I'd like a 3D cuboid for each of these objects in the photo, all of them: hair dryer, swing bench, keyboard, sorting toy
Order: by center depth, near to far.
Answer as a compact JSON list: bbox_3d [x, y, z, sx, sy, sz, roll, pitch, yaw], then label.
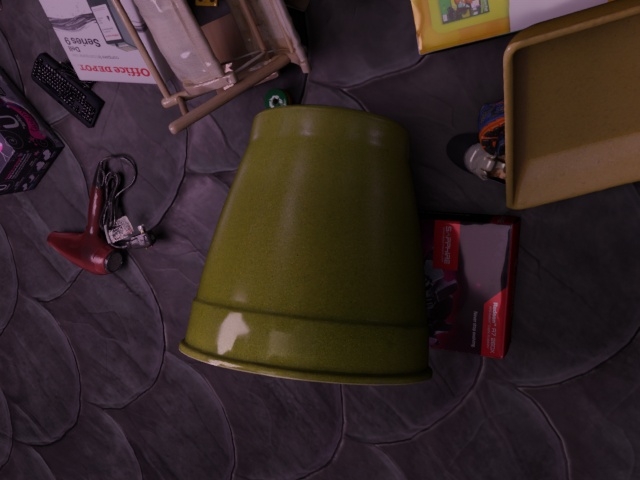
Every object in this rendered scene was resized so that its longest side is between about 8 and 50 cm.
[{"bbox_3d":[-0.182,-0.347,0.926,0.254,0.165,0.253,-27,125,-4],"label":"swing bench"},{"bbox_3d":[-0.144,-0.352,1.090,0.132,0.046,0.275,-14,99,25],"label":"sorting toy"},{"bbox_3d":[-0.546,-0.331,1.269,0.192,0.038,0.100,38,114,8],"label":"keyboard"},{"bbox_3d":[-0.487,-0.036,1.317,0.293,0.080,0.224,-25,77,21],"label":"hair dryer"}]

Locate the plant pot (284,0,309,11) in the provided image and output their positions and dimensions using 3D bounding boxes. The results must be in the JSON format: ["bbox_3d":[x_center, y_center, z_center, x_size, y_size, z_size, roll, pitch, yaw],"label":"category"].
[{"bbox_3d":[-0.070,-0.465,1.002,0.096,0.109,0.109,36,115,23],"label":"plant pot"}]

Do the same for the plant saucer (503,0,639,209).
[{"bbox_3d":[0.396,-0.196,0.774,0.332,0.333,0.081,-13,56,9],"label":"plant saucer"}]

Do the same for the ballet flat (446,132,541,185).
[{"bbox_3d":[0.295,-0.119,0.955,0.203,0.074,0.074,25,112,15],"label":"ballet flat"}]

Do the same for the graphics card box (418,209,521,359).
[{"bbox_3d":[0.148,0.062,1.049,0.371,0.094,0.233,6,104,22],"label":"graphics card box"}]

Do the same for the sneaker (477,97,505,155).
[{"bbox_3d":[0.338,-0.214,0.905,0.221,0.087,0.083,-21,140,11],"label":"sneaker"}]

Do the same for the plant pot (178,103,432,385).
[{"bbox_3d":[0.000,0.000,0.884,0.366,0.366,0.353,6,86,21],"label":"plant pot"}]

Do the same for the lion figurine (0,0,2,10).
[{"bbox_3d":[-0.560,-0.607,1.078,0.240,0.142,0.392,-56,42,36],"label":"lion figurine"}]

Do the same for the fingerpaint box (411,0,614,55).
[{"bbox_3d":[0.286,-0.515,0.792,0.371,0.163,0.445,-7,105,26],"label":"fingerpaint box"}]

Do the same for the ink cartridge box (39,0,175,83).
[{"bbox_3d":[-0.376,-0.431,1.052,0.211,0.121,0.289,9,139,22],"label":"ink cartridge box"}]

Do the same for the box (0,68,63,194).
[{"bbox_3d":[-0.723,-0.242,1.307,0.163,0.142,0.247,-42,86,26],"label":"box"}]
